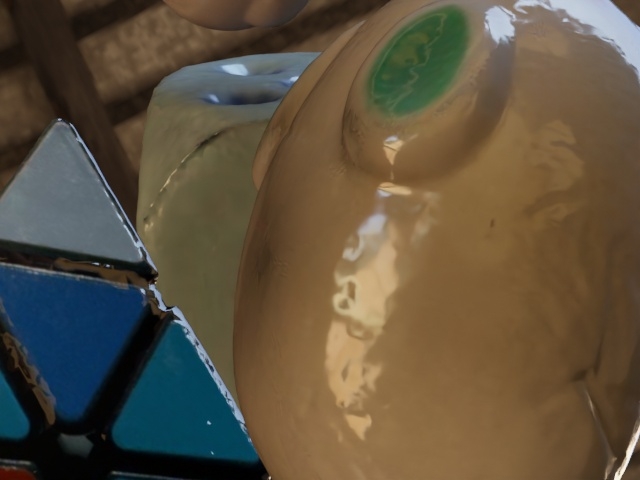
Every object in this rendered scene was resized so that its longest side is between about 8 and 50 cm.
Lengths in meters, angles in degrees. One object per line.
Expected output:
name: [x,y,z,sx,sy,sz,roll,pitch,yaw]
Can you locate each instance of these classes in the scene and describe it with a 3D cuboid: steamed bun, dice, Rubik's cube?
steamed bun: [0.039,0.005,0.595,0.131,0.177,0.228,16,-95,-24]
dice: [0.000,0.000,1.304,0.265,0.262,0.268,-1,-73,3]
Rubik's cube: [-0.089,0.065,0.682,0.250,0.234,0.284,4,-12,4]

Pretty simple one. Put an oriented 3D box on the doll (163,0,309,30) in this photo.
doll: [-0.026,-0.261,1.192,0.221,0.221,0.251,-14,-18,-19]
